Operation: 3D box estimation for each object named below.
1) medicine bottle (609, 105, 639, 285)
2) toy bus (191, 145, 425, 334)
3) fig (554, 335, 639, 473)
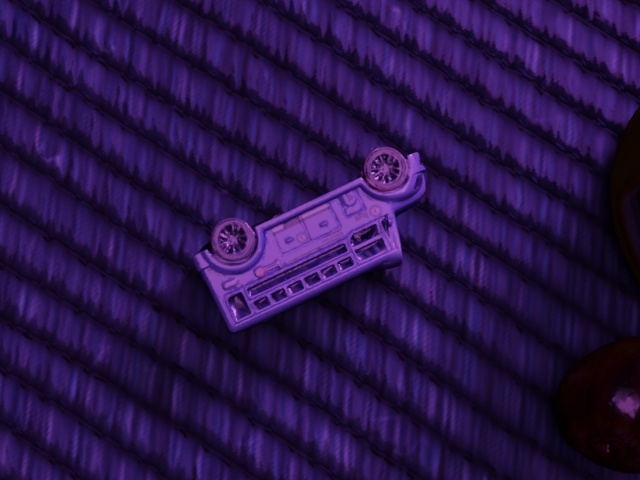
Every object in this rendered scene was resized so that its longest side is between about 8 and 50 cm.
[{"bbox_3d":[0.326,-0.065,0.757,0.224,0.384,0.225,1,77,-5],"label":"medicine bottle"},{"bbox_3d":[0.000,0.000,0.888,0.167,0.073,0.076,-25,86,-4],"label":"toy bus"},{"bbox_3d":[0.212,0.093,0.891,0.089,0.089,0.125,33,54,2],"label":"fig"}]
